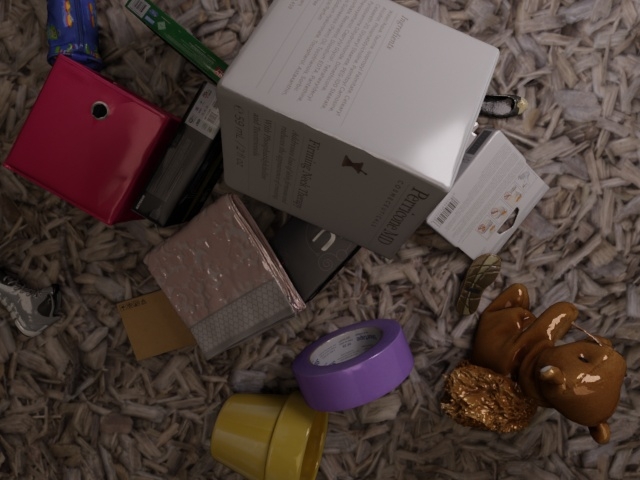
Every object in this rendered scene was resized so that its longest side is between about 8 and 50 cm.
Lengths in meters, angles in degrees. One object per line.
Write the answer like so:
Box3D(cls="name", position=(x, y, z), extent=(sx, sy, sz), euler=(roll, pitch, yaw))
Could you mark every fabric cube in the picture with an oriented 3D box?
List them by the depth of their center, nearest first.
Box3D(cls="fabric cube", position=(-0.472, -0.213, 1.023), extent=(0.254, 0.259, 0.258), euler=(31, 96, -4))

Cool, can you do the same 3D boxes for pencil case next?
Box3D(cls="pencil case", position=(-0.580, -0.554, 1.051), extent=(0.119, 0.133, 0.305), euler=(-6, 98, -32))

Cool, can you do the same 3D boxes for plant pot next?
Box3D(cls="plant pot", position=(-0.125, 0.487, 1.119), extent=(0.239, 0.254, 0.253), euler=(9, 96, 15))

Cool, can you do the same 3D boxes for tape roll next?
Box3D(cls="tape roll", position=(0.074, 0.284, 1.067), extent=(0.275, 0.275, 0.090), euler=(-22, 96, 2))

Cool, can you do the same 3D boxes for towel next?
Box3D(cls="towel", position=(-0.240, 0.097, 1.071), extent=(0.332, 0.053, 0.316), euler=(-31, 91, 28))

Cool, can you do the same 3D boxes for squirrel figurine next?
Box3D(cls="squirrel figurine", position=(0.473, 0.321, 1.021), extent=(0.397, 0.370, 0.281), euler=(-36, 95, 4))

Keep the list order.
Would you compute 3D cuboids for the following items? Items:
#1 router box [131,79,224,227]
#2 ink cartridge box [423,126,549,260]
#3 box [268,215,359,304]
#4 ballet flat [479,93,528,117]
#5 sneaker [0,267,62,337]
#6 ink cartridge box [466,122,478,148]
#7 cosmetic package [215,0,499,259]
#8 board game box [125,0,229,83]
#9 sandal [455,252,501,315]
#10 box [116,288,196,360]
Box3D(cls="router box", position=(-0.277, -0.185, 1.034), extent=(0.081, 0.243, 0.308), euler=(32, 95, -3))
Box3D(cls="ink cartridge box", position=(0.409, -0.100, 1.135), extent=(0.239, 0.060, 0.275), euler=(35, 96, -28))
Box3D(cls="box", position=(0.000, 0.000, 1.091), extent=(0.165, 0.143, 0.270), euler=(43, 95, 7))
Box3D(cls="ballet flat", position=(0.425, -0.332, 1.112), extent=(0.173, 0.049, 0.057), euler=(3, 97, 0))
Box3D(cls="sneaker", position=(-0.743, 0.123, 1.155), extent=(0.132, 0.086, 0.228), euler=(-30, 105, -2))
Box3D(cls="ink cartridge box", position=(0.295, -0.242, 1.113), extent=(0.115, 0.067, 0.198), euler=(37, 95, -3))
Box3D(cls="cosmetic package", position=(0.056, -0.227, 0.877), extent=(0.394, 0.329, 0.327), euler=(24, 67, 1))
Box3D(cls="board game box", position=(-0.258, -0.401, 1.024), extent=(0.317, 0.213, 0.046), euler=(39, 95, -3))
Box3D(cls="sandal", position=(0.398, 0.109, 1.165), extent=(0.072, 0.049, 0.180), euler=(20, 111, 4))
Box3D(cls="box", position=(-0.411, 0.211, 1.187), extent=(0.201, 0.021, 0.164), euler=(-17, 96, 2))
